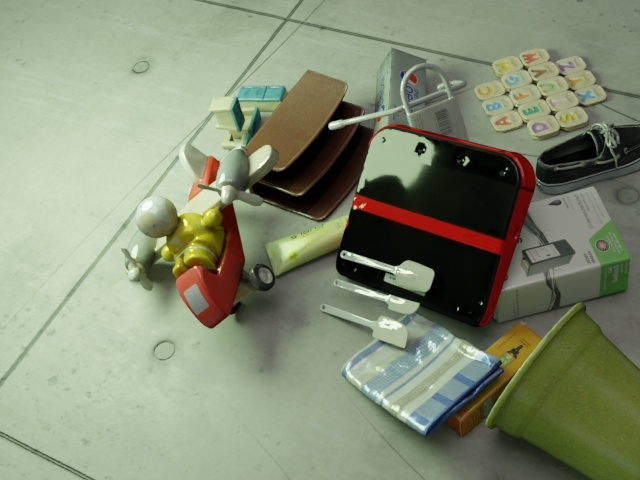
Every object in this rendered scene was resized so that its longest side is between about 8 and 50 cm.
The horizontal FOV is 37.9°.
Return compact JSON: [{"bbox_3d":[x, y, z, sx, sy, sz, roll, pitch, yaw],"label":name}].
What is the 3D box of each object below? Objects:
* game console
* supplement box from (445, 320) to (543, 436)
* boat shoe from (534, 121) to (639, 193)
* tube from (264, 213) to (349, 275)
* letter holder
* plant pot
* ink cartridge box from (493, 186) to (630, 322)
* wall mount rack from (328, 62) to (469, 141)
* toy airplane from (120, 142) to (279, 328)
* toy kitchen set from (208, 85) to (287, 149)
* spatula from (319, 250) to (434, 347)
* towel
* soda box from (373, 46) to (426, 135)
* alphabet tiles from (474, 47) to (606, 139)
[{"bbox_3d":[0.221,-0.043,1.872,0.387,0.060,0.342,20,98,39],"label":"game console"},{"bbox_3d":[0.322,0.259,1.751,0.233,0.080,0.078,-38,54,-15],"label":"supplement box"},{"bbox_3d":[0.610,-0.203,2.034,0.306,0.105,0.113,-17,51,-1],"label":"boat shoe"},{"bbox_3d":[0.000,0.000,2.039,0.240,0.062,0.070,-21,10,1],"label":"tube"},{"bbox_3d":[-0.008,-0.218,2.152,0.214,0.152,0.302,22,60,24],"label":"letter holder"},{"bbox_3d":[0.469,0.291,1.600,0.254,0.276,0.276,38,67,20],"label":"plant pot"},{"bbox_3d":[0.453,0.028,1.879,0.273,0.114,0.198,-15,51,1],"label":"ink cartridge box"},{"bbox_3d":[0.202,-0.200,2.038,0.304,0.350,0.130,-21,15,-9],"label":"wall mount rack"},{"bbox_3d":[-0.264,-0.051,1.950,0.384,0.272,0.386,25,96,49],"label":"toy airplane"},{"bbox_3d":[-0.171,-0.335,2.267,0.122,0.166,0.207,3,53,14],"label":"toy kitchen set"},{"bbox_3d":[0.109,0.106,1.882,0.242,0.019,0.168,17,86,44],"label":"spatula"},{"bbox_3d":[0.184,0.240,1.759,0.209,0.034,0.285,-37,32,-16],"label":"towel"},{"bbox_3d":[0.188,-0.319,2.207,0.098,0.091,0.286,16,51,-14],"label":"soda box"},{"bbox_3d":[0.522,-0.355,2.228,0.278,0.021,0.284,-17,51,-1],"label":"alphabet tiles"}]
